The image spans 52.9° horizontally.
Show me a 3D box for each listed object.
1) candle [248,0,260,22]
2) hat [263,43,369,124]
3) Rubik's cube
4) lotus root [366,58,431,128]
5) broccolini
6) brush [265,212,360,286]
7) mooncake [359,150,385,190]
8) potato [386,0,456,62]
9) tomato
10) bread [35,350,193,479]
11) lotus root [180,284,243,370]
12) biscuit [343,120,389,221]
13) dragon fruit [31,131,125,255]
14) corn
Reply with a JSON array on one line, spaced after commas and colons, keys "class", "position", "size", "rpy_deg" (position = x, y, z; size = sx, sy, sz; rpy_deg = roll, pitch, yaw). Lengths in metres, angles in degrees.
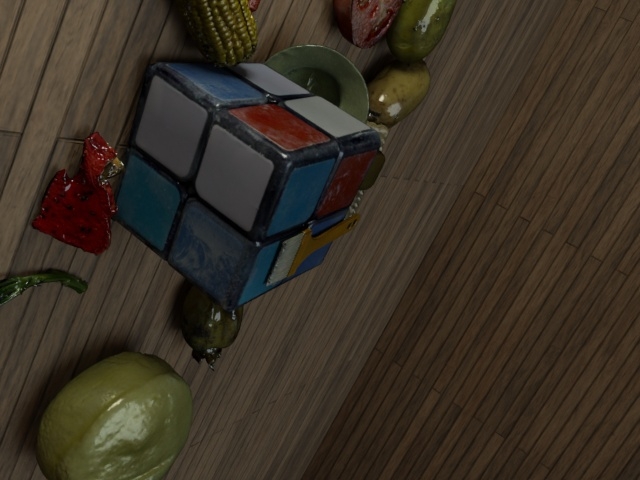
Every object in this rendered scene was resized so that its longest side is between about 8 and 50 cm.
[{"class": "candle", "position": [-0.110, -0.444, 1.125], "size": [0.162, 0.048, 0.053], "rpy_deg": [-66, 174, 22]}, {"class": "hat", "position": [-0.029, -0.299, 1.359], "size": [0.130, 0.257, 0.257], "rpy_deg": [-93, -159, -60]}, {"class": "Rubik's cube", "position": [-0.134, -0.113, 1.152], "size": [0.316, 0.313, 0.319], "rpy_deg": [-25, 145, -54]}, {"class": "lotus root", "position": [0.200, -0.399, 1.738], "size": [0.284, 0.160, 0.146], "rpy_deg": [-51, 120, -27]}, {"class": "broccolini", "position": [-0.492, 0.111, 1.071], "size": [0.123, 0.062, 0.271], "rpy_deg": [-53, 164, 16]}, {"class": "brush", "position": [0.000, 0.000, 1.167], "size": [0.272, 0.013, 0.103], "rpy_deg": [-29, 151, -51]}, {"class": "mooncake", "position": [0.033, -0.193, 1.505], "size": [0.234, 0.234, 0.117], "rpy_deg": [-12, 132, -62]}, {"class": "potato", "position": [0.249, -0.568, 1.602], "size": [0.228, 0.148, 0.197], "rpy_deg": [99, 18, -49]}, {"class": "tomato", "position": [0.099, -0.539, 1.402], "size": [0.225, 0.085, 0.225], "rpy_deg": [-42, 151, -30]}, {"class": "bread", "position": [-0.432, 0.385, 1.348], "size": [0.320, 0.237, 0.321], "rpy_deg": [-38, 137, -47]}, {"class": "lotus root", "position": [-0.265, 0.196, 1.561], "size": [0.154, 0.154, 0.278], "rpy_deg": [-37, 150, -43]}, {"class": "biscuit", "position": [0.035, -0.176, 1.701], "size": [0.217, 0.044, 0.325], "rpy_deg": [5, 121, -26]}, {"class": "dragon fruit", "position": [-0.382, -0.087, 1.039], "size": [0.092, 0.122, 0.192], "rpy_deg": [-105, -148, -63]}, {"class": "corn", "position": [-0.176, -0.386, 0.984], "size": [0.115, 0.115, 0.318], "rpy_deg": [-51, 156, -16]}]
